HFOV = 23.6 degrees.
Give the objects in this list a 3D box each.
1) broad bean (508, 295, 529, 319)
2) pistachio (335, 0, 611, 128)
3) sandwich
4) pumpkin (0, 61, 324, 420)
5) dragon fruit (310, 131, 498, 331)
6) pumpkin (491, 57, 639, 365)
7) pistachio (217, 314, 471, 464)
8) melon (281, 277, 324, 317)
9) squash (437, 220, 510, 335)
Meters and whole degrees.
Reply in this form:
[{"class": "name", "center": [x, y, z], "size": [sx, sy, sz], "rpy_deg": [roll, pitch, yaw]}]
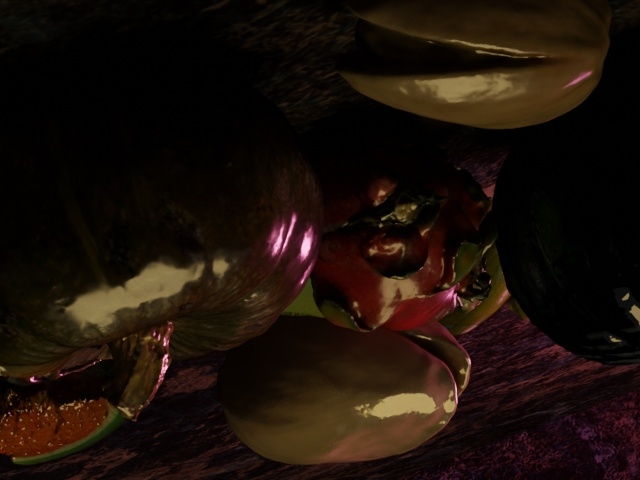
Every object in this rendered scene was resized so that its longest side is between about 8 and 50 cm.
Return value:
[{"class": "broad bean", "center": [0.311, 0.035, 1.924], "size": [0.169, 0.100, 0.228], "rpy_deg": [-15, 153, -38]}, {"class": "pistachio", "center": [0.114, -0.143, 1.096], "size": [0.226, 0.136, 0.136], "rpy_deg": [-3, 159, -28]}, {"class": "sandwich", "center": [-0.323, 0.198, 1.823], "size": [0.159, 0.079, 0.235], "rpy_deg": [3, 152, -27]}, {"class": "pumpkin", "center": [-0.118, 0.000, 1.105], "size": [0.232, 0.242, 0.325], "rpy_deg": [-21, 170, 40]}, {"class": "dragon fruit", "center": [0.087, -0.001, 1.388], "size": [0.269, 0.198, 0.200], "rpy_deg": [18, 168, -33]}, {"class": "pumpkin", "center": [0.336, -0.029, 1.433], "size": [0.363, 0.266, 0.363], "rpy_deg": [-18, 168, -4]}, {"class": "pistachio", "center": [0.023, 0.167, 1.819], "size": [0.332, 0.226, 0.208], "rpy_deg": [-16, -159, 31]}, {"class": "melon", "center": [0.000, 0.053, 1.648], "size": [0.261, 0.053, 0.114], "rpy_deg": [-5, 138, 15]}, {"class": "squash", "center": [0.191, 0.044, 1.836], "size": [0.087, 0.087, 0.331], "rpy_deg": [-13, 161, -17]}]
